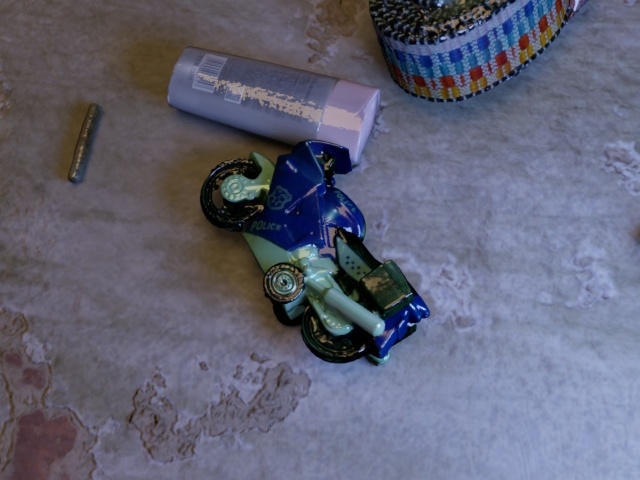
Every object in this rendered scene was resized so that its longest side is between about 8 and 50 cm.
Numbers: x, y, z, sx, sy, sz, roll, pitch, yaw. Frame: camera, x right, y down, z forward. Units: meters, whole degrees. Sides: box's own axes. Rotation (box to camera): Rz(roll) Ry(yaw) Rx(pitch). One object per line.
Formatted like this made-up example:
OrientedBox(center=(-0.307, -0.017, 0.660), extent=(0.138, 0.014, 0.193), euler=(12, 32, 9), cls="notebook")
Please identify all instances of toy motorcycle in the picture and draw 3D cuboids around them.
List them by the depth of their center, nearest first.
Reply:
OrientedBox(center=(0.000, 0.000, 1.403), extent=(0.196, 0.125, 0.331), euler=(-35, 66, -8), cls="toy motorcycle")

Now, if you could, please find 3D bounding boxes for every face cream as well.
OrientedBox(center=(-0.062, -0.182, 1.502), extent=(0.269, 0.073, 0.107), euler=(15, 74, 10), cls="face cream")

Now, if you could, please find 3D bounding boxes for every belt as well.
OrientedBox(center=(0.203, -0.313, 1.492), extent=(0.295, 0.160, 0.207), euler=(-43, 54, -14), cls="belt")

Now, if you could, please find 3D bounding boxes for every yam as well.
OrientedBox(center=(-0.315, -0.130, 1.529), extent=(0.021, 0.021, 0.116), euler=(10, 70, 8), cls="yam")
